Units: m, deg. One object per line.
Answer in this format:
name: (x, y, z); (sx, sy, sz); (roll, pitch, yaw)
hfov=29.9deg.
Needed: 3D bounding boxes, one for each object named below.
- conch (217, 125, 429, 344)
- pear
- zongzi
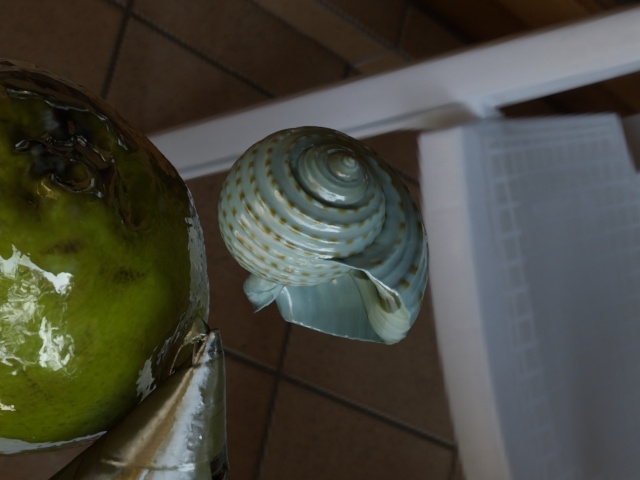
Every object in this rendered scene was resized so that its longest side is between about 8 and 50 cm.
conch: (0.004, -0.010, 0.916); (0.172, 0.200, 0.131); (22, 73, -8)
pear: (-0.271, 0.025, 1.044); (0.351, 0.413, 0.352); (4, 70, -12)
zongzi: (-0.192, 0.203, 0.944); (0.260, 0.123, 0.289); (-16, 135, -15)
